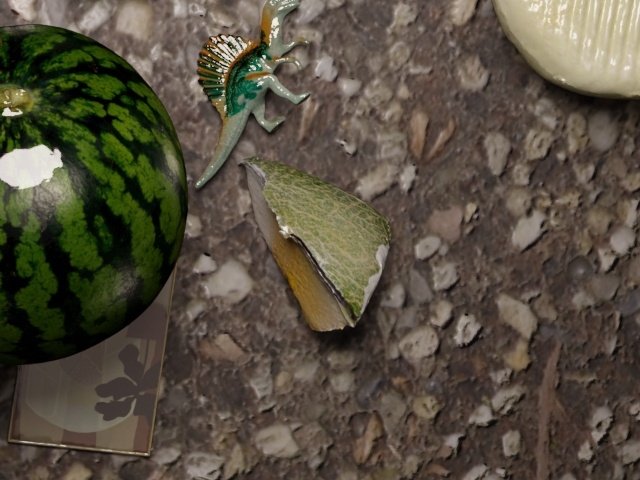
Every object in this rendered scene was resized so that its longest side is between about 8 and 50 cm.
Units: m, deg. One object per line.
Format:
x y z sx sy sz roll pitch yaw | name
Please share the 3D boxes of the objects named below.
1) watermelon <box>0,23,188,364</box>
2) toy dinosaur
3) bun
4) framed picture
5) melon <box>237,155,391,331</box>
-0.250 -0.039 1.170 0.285 0.285 0.285 -1 96 -11 | watermelon
-0.075 -0.148 1.320 0.187 0.044 0.106 -39 88 8 | toy dinosaur
0.285 -0.271 1.322 0.287 0.146 0.287 0 95 4 | bun
-0.215 0.100 1.328 0.136 0.010 0.201 8 93 -12 | framed picture
0.004 -0.003 1.334 0.139 0.093 0.202 -20 69 -34 | melon
